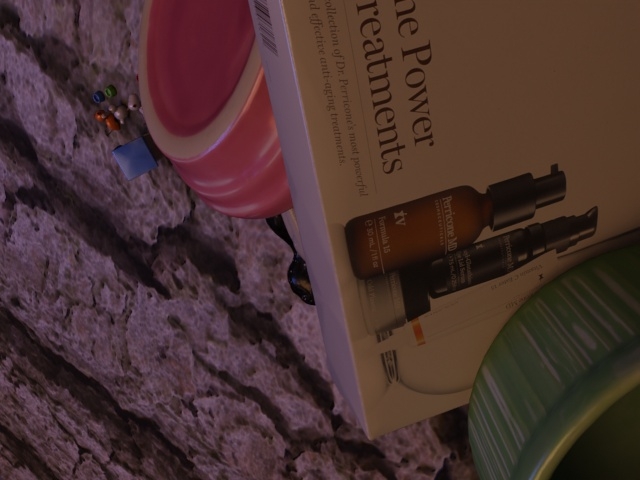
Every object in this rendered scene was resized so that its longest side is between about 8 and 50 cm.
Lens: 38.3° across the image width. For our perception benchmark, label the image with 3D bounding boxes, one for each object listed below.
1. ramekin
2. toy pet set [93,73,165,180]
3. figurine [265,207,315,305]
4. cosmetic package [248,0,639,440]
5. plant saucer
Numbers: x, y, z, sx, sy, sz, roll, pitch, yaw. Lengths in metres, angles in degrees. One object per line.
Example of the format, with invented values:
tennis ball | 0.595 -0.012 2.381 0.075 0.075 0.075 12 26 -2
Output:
ramekin | 0.257 0.148 0.683 0.148 0.303 0.303 -114 10 -61
toy pet set | -0.250 -0.137 1.157 0.122 0.065 0.114 -11 112 48
figurine | 0.000 0.000 0.926 0.215 0.092 0.209 -139 30 -70
cosmetic package | 0.122 -0.062 0.684 0.097 0.284 0.377 -129 23 -57
plant saucer | -0.070 -0.186 0.793 0.332 0.084 0.332 -14 73 53
